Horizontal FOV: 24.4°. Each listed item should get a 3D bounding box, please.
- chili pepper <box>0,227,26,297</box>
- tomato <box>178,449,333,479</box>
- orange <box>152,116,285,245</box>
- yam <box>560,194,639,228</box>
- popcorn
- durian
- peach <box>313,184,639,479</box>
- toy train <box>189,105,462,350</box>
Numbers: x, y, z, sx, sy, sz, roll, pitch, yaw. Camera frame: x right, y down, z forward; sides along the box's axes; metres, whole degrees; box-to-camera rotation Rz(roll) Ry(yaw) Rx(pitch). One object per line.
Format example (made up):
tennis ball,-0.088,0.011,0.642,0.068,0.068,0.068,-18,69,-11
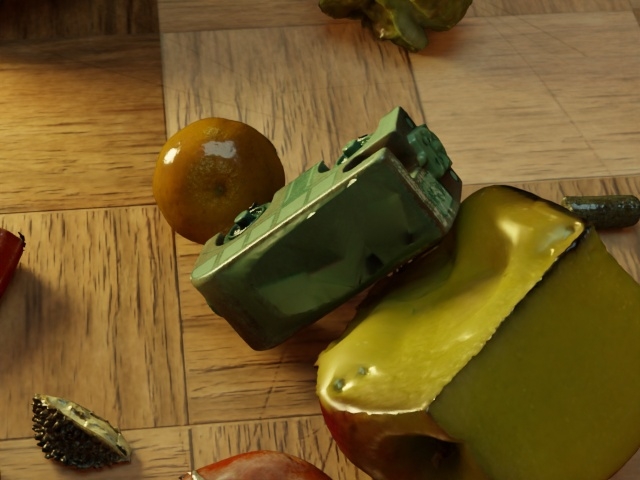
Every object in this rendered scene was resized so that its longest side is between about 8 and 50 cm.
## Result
chili pepper,-0.399,0.058,1.649,0.088,0.065,0.169,11,50,9
tomato,-0.060,0.297,1.412,0.237,0.095,0.237,1,46,-1
orange,-0.118,-0.067,1.728,0.155,0.154,0.134,-3,5,-5
yam,0.335,-0.034,1.784,0.094,0.043,0.043,-2,46,-6
popcorn,0.101,-0.363,1.974,0.221,0.204,0.183,32,77,2
durian,-0.257,0.203,1.541,0.130,0.052,0.066,31,14,21
peach,0.181,0.116,1.494,0.306,0.242,0.380,-9,37,53
toy train,0.000,0.000,1.573,0.326,0.129,0.159,-34,16,22
